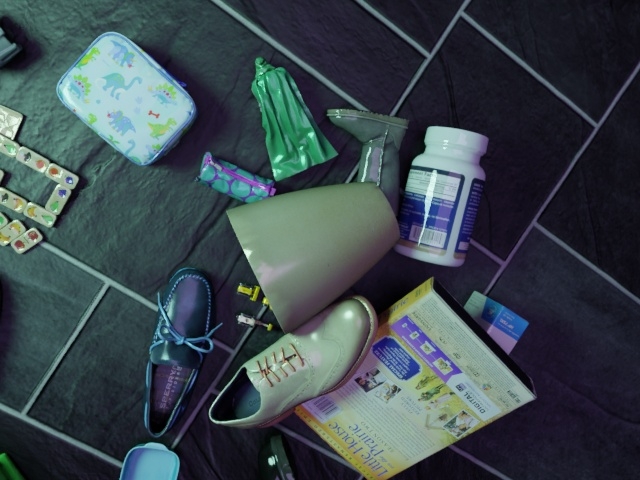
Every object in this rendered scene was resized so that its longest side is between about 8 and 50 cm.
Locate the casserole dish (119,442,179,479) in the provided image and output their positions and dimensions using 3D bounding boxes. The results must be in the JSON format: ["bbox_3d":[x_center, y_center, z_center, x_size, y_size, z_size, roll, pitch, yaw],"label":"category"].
[{"bbox_3d":[-0.366,0.510,1.141,0.114,0.037,0.188,14,97,-12],"label":"casserole dish"}]

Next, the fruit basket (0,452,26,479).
[{"bbox_3d":[-0.702,0.637,0.972,0.392,0.283,0.392,0,84,-5],"label":"fruit basket"}]

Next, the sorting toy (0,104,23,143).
[{"bbox_3d":[-0.604,-0.223,0.997,0.083,0.012,0.062,23,96,-15],"label":"sorting toy"}]

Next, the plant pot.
[{"bbox_3d":[0.000,0.000,1.017,0.274,0.256,0.257,-26,102,-6],"label":"plant pot"}]

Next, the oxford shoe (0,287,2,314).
[{"bbox_3d":[-0.666,0.171,1.019,0.076,0.076,0.212,17,95,-1],"label":"oxford shoe"}]

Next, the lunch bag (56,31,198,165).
[{"bbox_3d":[-0.348,-0.260,0.998,0.219,0.090,0.176,41,91,-13],"label":"lunch bag"}]

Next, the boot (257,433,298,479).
[{"bbox_3d":[-0.162,0.600,1.143,0.260,0.131,0.348,-9,101,-9],"label":"boot"}]

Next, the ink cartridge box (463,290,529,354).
[{"bbox_3d":[0.331,0.239,1.173,0.078,0.134,0.231,32,91,-14],"label":"ink cartridge box"}]

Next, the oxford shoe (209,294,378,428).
[{"bbox_3d":[-0.054,0.249,1.027,0.397,0.146,0.140,-47,62,20],"label":"oxford shoe"}]

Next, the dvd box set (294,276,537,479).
[{"bbox_3d":[0.166,0.305,1.096,0.307,0.062,0.420,45,115,-9],"label":"dvd box set"}]

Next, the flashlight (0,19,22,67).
[{"bbox_3d":[-0.667,-0.270,0.936,0.304,0.103,0.103,-37,129,-4],"label":"flashlight"}]

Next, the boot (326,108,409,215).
[{"bbox_3d":[0.089,-0.159,1.109,0.189,0.076,0.209,9,104,-9],"label":"boot"}]

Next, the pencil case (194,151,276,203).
[{"bbox_3d":[-0.167,-0.117,1.062,0.151,0.070,0.065,22,70,-14],"label":"pencil case"}]

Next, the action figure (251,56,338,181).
[{"bbox_3d":[-0.072,-0.250,1.062,0.137,0.063,0.232,-24,106,-4],"label":"action figure"}]

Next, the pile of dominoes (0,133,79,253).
[{"bbox_3d":[-0.612,-0.096,0.995,0.251,0.040,0.196,30,97,-13],"label":"pile of dominoes"}]

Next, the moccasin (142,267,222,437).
[{"bbox_3d":[-0.274,0.230,1.072,0.137,0.117,0.342,8,97,-11],"label":"moccasin"}]

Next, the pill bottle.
[{"bbox_3d":[0.249,-0.090,1.098,0.153,0.153,0.265,12,96,-12],"label":"pill bottle"}]

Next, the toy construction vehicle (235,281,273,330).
[{"bbox_3d":[-0.137,0.140,1.130,0.098,0.035,0.086,18,84,-15],"label":"toy construction vehicle"}]
